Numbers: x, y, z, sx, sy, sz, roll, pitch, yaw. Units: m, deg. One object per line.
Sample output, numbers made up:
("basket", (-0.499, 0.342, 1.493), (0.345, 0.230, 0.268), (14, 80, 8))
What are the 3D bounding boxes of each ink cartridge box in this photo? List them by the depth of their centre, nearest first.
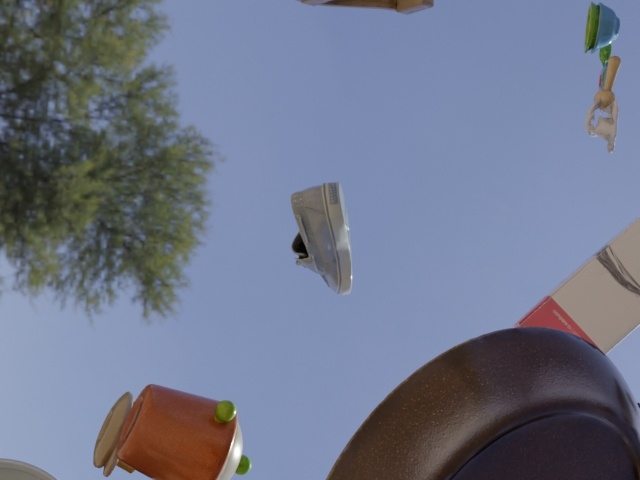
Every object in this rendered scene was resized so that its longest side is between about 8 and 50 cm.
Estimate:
("ink cartridge box", (0.433, 0.079, 1.268), (0.283, 0.207, 0.117), (-41, -103, 3))

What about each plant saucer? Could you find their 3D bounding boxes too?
("plant saucer", (0.130, 0.215, 0.592), (0.050, 0.310, 0.311), (29, -70, 57))

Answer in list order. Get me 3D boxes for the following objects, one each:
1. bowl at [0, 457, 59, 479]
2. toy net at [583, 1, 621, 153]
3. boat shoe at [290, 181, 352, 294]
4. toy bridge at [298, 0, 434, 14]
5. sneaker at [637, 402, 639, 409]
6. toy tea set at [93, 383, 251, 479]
("bowl", (-0.494, 0.473, 1.317), (0.134, 0.297, 0.298), (167, -73, -86))
("toy net", (0.389, -0.217, 1.185), (0.122, 0.045, 0.232), (77, 21, -63))
("boat shoe", (0.000, 0.001, 1.157), (0.227, 0.081, 0.079), (79, 7, -54))
("toy bridge", (0.008, -0.198, 0.645), (0.063, 0.188, 0.026), (-3, -91, 45))
("sneaker", (0.514, 0.312, 1.304), (0.078, 0.234, 0.106), (-56, 150, -69))
("toy tea set", (-0.174, 0.257, 0.859), (0.336, 0.124, 0.200), (-29, -142, 64))
